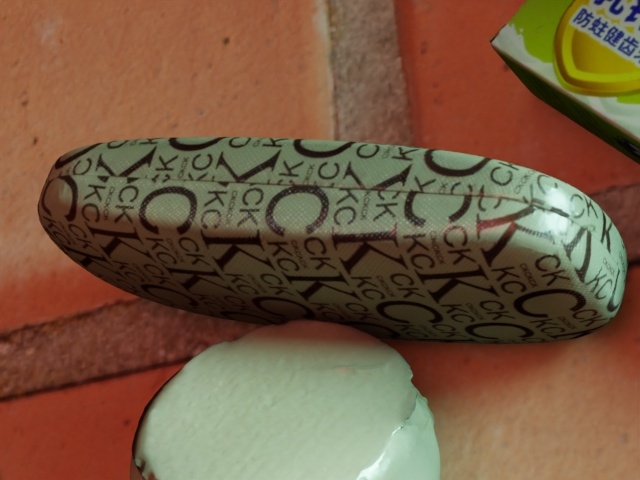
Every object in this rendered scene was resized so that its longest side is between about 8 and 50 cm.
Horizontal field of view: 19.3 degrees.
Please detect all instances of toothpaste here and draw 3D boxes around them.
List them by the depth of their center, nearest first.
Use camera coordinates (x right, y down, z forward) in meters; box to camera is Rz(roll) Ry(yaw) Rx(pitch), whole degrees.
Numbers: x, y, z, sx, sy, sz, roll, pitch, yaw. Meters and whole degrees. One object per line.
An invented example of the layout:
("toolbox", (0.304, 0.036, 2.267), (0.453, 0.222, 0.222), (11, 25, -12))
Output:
("toothpaste", (0.247, -0.061, 1.007), (0.327, 0.077, 0.110), (38, 92, 33))

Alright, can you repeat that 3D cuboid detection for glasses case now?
("glasses case", (0.000, 0.000, 1.074), (0.355, 0.137, 0.085), (5, 66, 28))

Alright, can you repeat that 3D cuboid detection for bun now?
("bun", (-0.017, 0.137, 1.038), (0.173, 0.120, 0.173), (-9, 35, 6))
